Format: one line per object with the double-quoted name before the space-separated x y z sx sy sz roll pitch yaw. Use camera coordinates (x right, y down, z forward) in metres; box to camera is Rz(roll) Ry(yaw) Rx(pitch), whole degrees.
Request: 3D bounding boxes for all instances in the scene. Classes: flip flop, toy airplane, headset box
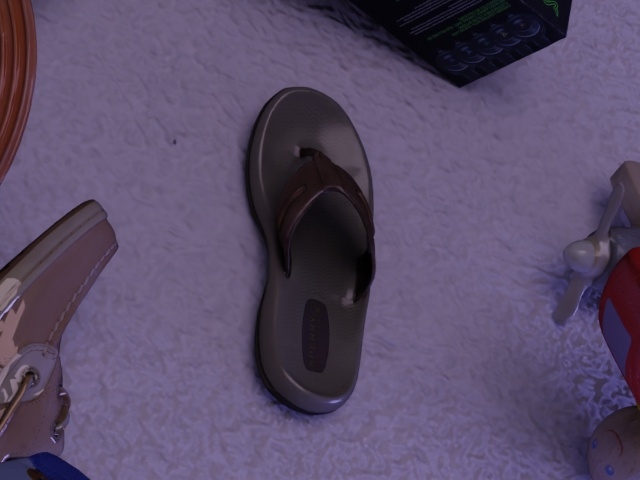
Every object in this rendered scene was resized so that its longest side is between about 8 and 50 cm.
"flip flop" 0.000 0.000 1.474 0.112 0.080 0.277 14 59 -21
"toy airplane" 0.342 0.128 1.506 0.384 0.272 0.386 51 17 -8
"headset box" 0.103 -0.308 1.621 0.283 0.131 0.246 35 51 -29

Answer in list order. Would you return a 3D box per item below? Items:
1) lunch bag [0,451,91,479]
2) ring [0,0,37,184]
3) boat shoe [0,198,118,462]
"lunch bag" -0.229 0.341 0.963 0.328 0.239 0.385 -6 104 -31
"ring" -0.348 -0.104 1.272 0.336 0.032 0.336 -4 73 14
"boat shoe" -0.230 0.120 1.278 0.110 0.121 0.341 39 64 -9
